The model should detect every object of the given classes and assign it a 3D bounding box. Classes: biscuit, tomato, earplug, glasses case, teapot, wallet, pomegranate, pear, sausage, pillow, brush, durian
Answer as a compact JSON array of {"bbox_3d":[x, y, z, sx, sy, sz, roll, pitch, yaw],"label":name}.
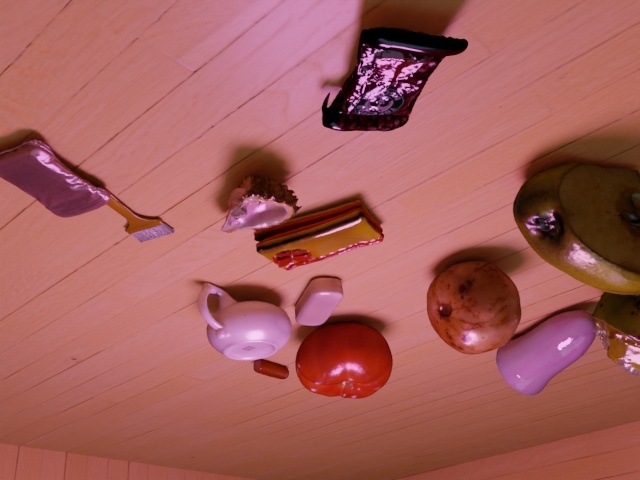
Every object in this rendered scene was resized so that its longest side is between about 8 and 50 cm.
[{"bbox_3d":[0.099,-0.238,1.064,0.151,0.063,0.235,6,151,-16],"label":"biscuit"},{"bbox_3d":[0.060,0.316,1.914,0.260,0.180,0.260,-4,148,-2],"label":"tomato"},{"bbox_3d":[0.649,0.291,1.983,0.172,0.172,0.301,11,141,-25],"label":"earplug"},{"bbox_3d":[-0.006,0.151,1.745,0.083,0.050,0.196,4,150,-19],"label":"glasses case"},{"bbox_3d":[-0.179,0.202,1.730,0.204,0.139,0.298,-19,150,27],"label":"teapot"},{"bbox_3d":[0.000,0.000,1.467,0.241,0.067,0.141,-17,150,20],"label":"wallet"},{"bbox_3d":[0.813,0.205,1.784,0.260,0.260,0.341,-14,180,16],"label":"pomegranate"},{"bbox_3d":[0.485,-0.013,1.337,0.255,0.238,0.164,5,155,-20],"label":"pear"},{"bbox_3d":[-0.145,0.389,2.155,0.041,0.039,0.131,-33,141,29],"label":"sausage"},{"bbox_3d":[0.356,0.152,1.649,0.215,0.215,0.215,-3,150,-2],"label":"pomegranate"},{"bbox_3d":[-0.475,-0.102,1.253,0.135,0.034,0.211,-17,147,18],"label":"pillow"},{"bbox_3d":[-0.372,-0.053,1.380,0.083,0.011,0.205,-14,148,19],"label":"brush"},{"bbox_3d":[-0.127,-0.068,1.329,0.140,0.078,0.224,2,163,-36],"label":"durian"}]
